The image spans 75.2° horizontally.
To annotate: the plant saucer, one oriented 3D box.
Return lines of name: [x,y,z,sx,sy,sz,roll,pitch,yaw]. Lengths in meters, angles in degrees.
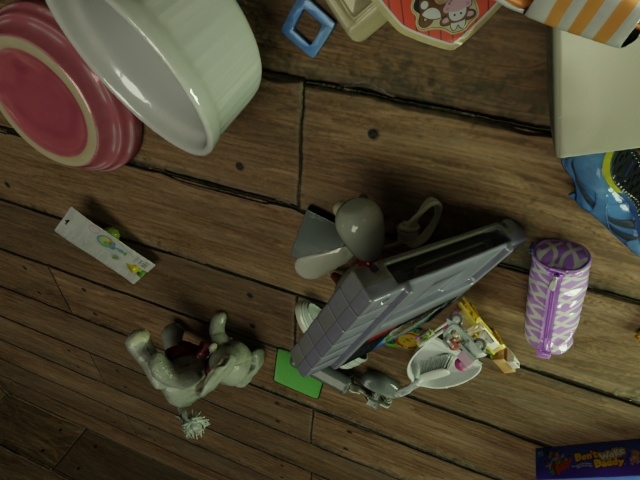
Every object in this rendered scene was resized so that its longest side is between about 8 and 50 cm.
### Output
plant saucer: [-0.513,-0.274,0.809,0.331,0.084,0.333,14,132,16]

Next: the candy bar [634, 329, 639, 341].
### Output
candy bar: [0.557,0.113,0.658,0.040,0.018,0.162,16,132,14]

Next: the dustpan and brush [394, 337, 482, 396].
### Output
dustpan and brush: [0.236,0.304,0.936,0.147,0.060,0.211,30,138,-13]

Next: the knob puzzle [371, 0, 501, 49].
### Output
knob puzzle: [0.143,-0.305,0.458,0.212,0.030,0.213,-1,135,-1]

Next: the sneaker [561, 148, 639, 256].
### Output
sneaker: [0.406,-0.052,0.573,0.209,0.069,0.082,43,166,-24]

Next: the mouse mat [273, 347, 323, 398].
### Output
mouse mat: [-0.062,0.385,1.195,0.152,0.007,0.190,20,134,9]

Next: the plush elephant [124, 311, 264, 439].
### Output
plush elephant: [-0.303,0.318,1.110,0.330,0.255,0.272,59,180,15]

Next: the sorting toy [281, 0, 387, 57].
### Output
sorting toy: [0.052,-0.365,0.483,0.347,0.047,0.196,-26,113,39]

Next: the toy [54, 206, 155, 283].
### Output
toy: [-0.549,0.007,1.081,0.136,0.056,0.237,-31,114,36]

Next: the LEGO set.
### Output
LEGO set: [0.262,0.190,0.765,0.107,0.132,0.287,-39,143,17]

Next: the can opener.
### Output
can opener: [0.065,0.334,1.062,0.283,0.076,0.095,27,102,3]

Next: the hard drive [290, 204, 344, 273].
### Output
hard drive: [0.000,0.000,0.831,0.094,0.022,0.135,27,134,3]

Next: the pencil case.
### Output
pencil case: [0.383,0.095,0.680,0.086,0.088,0.206,3,129,26]

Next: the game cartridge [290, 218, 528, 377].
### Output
game cartridge: [0.141,0.085,0.631,0.068,0.354,0.230,54,139,27]

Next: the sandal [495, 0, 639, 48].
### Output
sandal: [0.251,-0.187,0.296,0.264,0.076,0.102,21,132,7]

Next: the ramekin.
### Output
ramekin: [-0.212,-0.265,0.572,0.277,0.135,0.277,35,161,14]

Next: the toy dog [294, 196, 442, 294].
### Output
toy dog: [0.060,0.040,0.746,0.161,0.220,0.334,40,135,36]

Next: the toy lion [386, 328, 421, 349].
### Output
toy lion: [0.178,0.214,0.921,0.096,0.034,0.100,41,134,-21]

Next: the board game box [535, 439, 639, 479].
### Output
board game box: [0.699,0.539,0.903,0.233,0.078,0.347,45,132,-14]

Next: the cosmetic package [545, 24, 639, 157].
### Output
cosmetic package: [0.273,-0.257,0.390,0.113,0.160,0.310,-4,126,28]

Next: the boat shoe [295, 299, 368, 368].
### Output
boat shoe: [0.033,0.211,0.963,0.081,0.079,0.228,-25,119,28]
